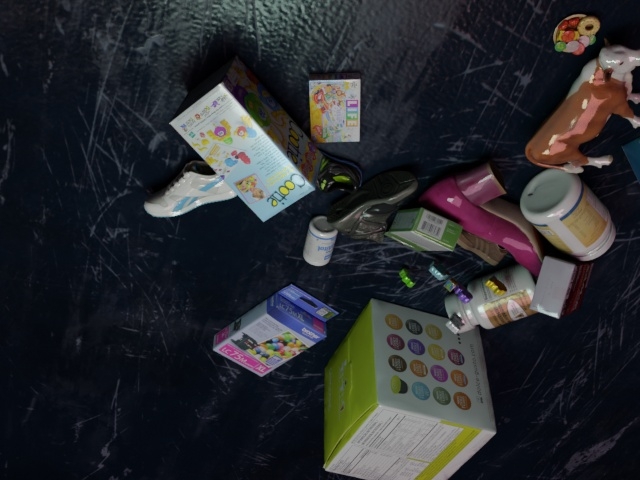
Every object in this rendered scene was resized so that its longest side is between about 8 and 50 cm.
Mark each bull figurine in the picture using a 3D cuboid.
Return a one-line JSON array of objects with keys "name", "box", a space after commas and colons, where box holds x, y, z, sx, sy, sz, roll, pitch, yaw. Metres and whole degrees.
[{"name": "bull figurine", "box": [0.553, -0.261, 1.542, 0.188, 0.101, 0.310, 21, 130, -23]}]

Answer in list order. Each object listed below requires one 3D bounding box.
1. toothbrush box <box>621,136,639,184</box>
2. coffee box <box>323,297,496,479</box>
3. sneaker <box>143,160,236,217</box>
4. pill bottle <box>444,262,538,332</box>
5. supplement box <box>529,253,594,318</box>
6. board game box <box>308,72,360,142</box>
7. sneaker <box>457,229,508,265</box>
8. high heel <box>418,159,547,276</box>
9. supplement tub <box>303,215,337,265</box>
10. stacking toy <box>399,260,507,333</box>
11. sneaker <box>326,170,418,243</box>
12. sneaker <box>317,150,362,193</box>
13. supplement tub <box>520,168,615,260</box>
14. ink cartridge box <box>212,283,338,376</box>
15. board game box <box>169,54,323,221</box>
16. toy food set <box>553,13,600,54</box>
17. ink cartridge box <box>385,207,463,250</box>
[{"name": "toothbrush box", "box": [0.809, -0.161, 1.566, 0.295, 0.216, 0.126, -27, 130, 24]}, {"name": "coffee box", "box": [0.218, 0.416, 2.034, 0.334, 0.338, 0.338, 16, 133, -15]}, {"name": "sneaker", "box": [-0.288, -0.122, 1.682, 0.228, 0.087, 0.092, -19, 125, 7]}, {"name": "pill bottle", "box": [0.438, 0.149, 1.922, 0.229, 0.131, 0.131, -23, 131, 20]}, {"name": "supplement box", "box": [0.570, 0.103, 1.794, 0.073, 0.239, 0.130, 19, 100, 28]}, {"name": "board game box", "box": [0.030, -0.271, 1.573, 0.103, 0.026, 0.154, -2, 134, 0]}, {"name": "sneaker", "box": [0.376, -0.009, 1.825, 0.188, 0.066, 0.071, 28, 111, -32]}, {"name": "high heel", "box": [0.390, -0.024, 1.769, 0.181, 0.127, 0.377, -24, 122, 26]}, {"name": "supplement tub", "box": [0.000, 0.000, 1.809, 0.071, 0.071, 0.107, 6, 134, -7]}, {"name": "stacking toy", "box": [0.317, 0.098, 1.858, 0.221, 0.052, 0.167, 45, 118, 9]}, {"name": "sneaker", "box": [0.139, -0.072, 1.734, 0.227, 0.087, 0.130, -32, 135, 23]}, {"name": "sneaker", "box": [0.002, -0.148, 1.658, 0.188, 0.078, 0.067, 14, 133, -11]}, {"name": "supplement tub", "box": [0.557, -0.056, 1.713, 0.144, 0.144, 0.199, -33, 126, 28]}, {"name": "ink cartridge box", "box": [-0.121, 0.246, 2.057, 0.311, 0.065, 0.185, -37, 125, 28]}, {"name": "board game box", "box": [-0.140, -0.201, 1.523, 0.144, 0.142, 0.275, -30, 115, 26]}, {"name": "toy food set", "box": [0.489, -0.395, 1.466, 0.083, 0.020, 0.083, 1, 135, -3]}, {"name": "ink cartridge box", "box": [0.229, -0.024, 1.754, 0.109, 0.062, 0.209, 24, 173, -12]}]
